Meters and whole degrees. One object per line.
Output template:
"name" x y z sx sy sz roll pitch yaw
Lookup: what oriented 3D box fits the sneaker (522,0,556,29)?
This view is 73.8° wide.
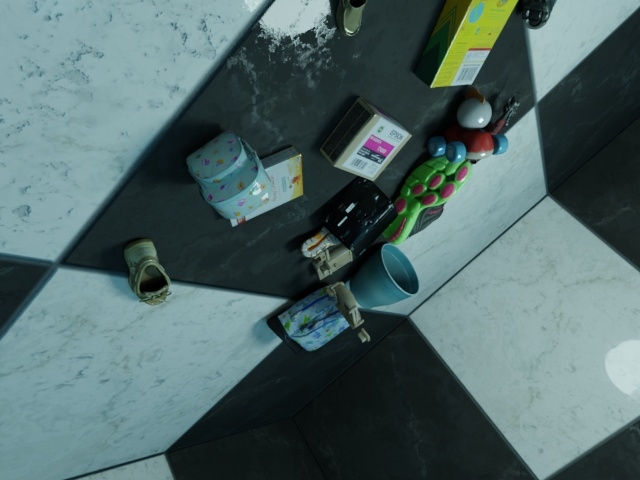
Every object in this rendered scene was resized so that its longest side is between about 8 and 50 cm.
"sneaker" 0.639 -0.746 1.206 0.106 0.101 0.267 -52 156 -20

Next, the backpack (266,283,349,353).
"backpack" -0.022 0.358 1.956 0.355 0.273 0.290 -44 147 -13

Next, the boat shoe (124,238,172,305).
"boat shoe" -0.481 0.114 1.197 0.104 0.089 0.285 -25 150 -22

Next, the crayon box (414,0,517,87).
"crayon box" 0.411 -0.587 1.168 0.202 0.081 0.319 -17 147 -33

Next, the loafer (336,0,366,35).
"loafer" 0.069 -0.510 0.928 0.056 0.050 0.148 -30 151 -14

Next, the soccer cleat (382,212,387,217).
"soccer cleat" 0.224 -0.128 1.648 0.068 0.076 0.196 -40 152 5

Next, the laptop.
"laptop" 0.149 -0.083 1.578 0.264 0.136 0.234 42 92 -18

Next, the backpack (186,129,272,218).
"backpack" -0.212 -0.151 1.002 0.166 0.188 0.144 -34 152 -5

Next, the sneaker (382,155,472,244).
"sneaker" 0.424 -0.173 1.726 0.202 0.185 0.483 -21 161 -42

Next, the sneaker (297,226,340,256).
"sneaker" 0.000 0.000 1.600 0.215 0.084 0.083 -26 180 -30

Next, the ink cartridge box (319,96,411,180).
"ink cartridge box" 0.141 -0.297 1.291 0.234 0.088 0.193 7 131 -52

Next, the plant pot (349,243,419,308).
"plant pot" 0.284 0.193 2.028 0.255 0.272 0.271 -36 156 31

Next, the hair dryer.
"hair dryer" 0.663 -0.432 1.654 0.223 0.080 0.294 -18 138 -62

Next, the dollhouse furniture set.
"dollhouse furniture set" 0.133 0.185 1.719 0.173 0.355 0.303 -32 151 -10

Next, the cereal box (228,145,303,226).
"cereal box" -0.164 -0.150 1.205 0.240 0.047 0.173 -28 150 -17

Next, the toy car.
"toy car" 0.521 -0.416 1.495 0.219 0.210 0.238 -12 117 -16
